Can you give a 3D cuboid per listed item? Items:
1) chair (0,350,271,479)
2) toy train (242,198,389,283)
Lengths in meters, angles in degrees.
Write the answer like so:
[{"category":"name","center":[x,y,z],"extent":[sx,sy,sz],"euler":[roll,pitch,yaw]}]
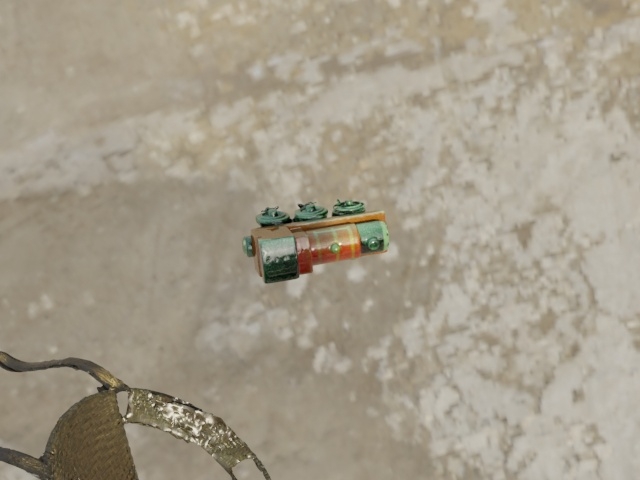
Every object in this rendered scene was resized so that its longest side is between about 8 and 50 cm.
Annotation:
[{"category":"chair","center":[-0.134,0.169,0.924],"extent":[0.213,0.149,0.174],"euler":[0,26,20]},{"category":"toy train","center":[0.000,0.000,0.975],"extent":[0.103,0.044,0.064],"euler":[-8,15,-13]}]
